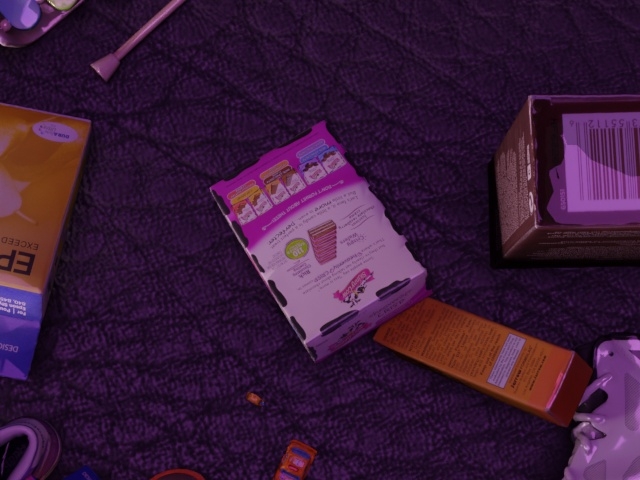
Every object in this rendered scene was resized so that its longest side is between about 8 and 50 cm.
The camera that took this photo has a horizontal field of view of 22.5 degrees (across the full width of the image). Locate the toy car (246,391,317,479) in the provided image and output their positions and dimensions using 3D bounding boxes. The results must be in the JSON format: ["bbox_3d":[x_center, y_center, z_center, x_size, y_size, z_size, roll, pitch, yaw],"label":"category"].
[{"bbox_3d":[-0.057,0.233,1.849,0.122,0.040,0.060,44,85,4],"label":"toy car"}]

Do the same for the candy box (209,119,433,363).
[{"bbox_3d":[0.000,0.000,1.823,0.159,0.071,0.233,-30,63,-3],"label":"candy box"}]

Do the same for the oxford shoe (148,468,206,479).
[{"bbox_3d":[-0.186,0.437,1.796,0.130,0.132,0.363,5,65,18],"label":"oxford shoe"}]

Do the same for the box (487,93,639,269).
[{"bbox_3d":[0.292,-0.054,1.712,0.191,0.381,0.143,-1,81,-1],"label":"box"}]

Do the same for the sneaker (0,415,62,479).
[{"bbox_3d":[-0.410,0.303,1.780,0.102,0.161,0.282,40,86,2],"label":"sneaker"}]

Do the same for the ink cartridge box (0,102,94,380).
[{"bbox_3d":[-0.441,-0.022,1.825,0.304,0.072,0.307,11,65,0],"label":"ink cartridge box"}]

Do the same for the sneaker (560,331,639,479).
[{"bbox_3d":[0.299,0.264,1.814,0.448,0.169,0.257,-27,70,-3],"label":"sneaker"}]

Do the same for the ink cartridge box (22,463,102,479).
[{"bbox_3d":[-0.327,0.364,1.651,0.371,0.069,0.176,-29,63,-38],"label":"ink cartridge box"}]

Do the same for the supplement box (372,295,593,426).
[{"bbox_3d":[0.178,0.127,1.792,0.233,0.078,0.080,19,79,31],"label":"supplement box"}]

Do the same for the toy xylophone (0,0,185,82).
[{"bbox_3d":[-0.267,-0.339,1.891,0.236,0.081,0.322,40,85,3],"label":"toy xylophone"}]
